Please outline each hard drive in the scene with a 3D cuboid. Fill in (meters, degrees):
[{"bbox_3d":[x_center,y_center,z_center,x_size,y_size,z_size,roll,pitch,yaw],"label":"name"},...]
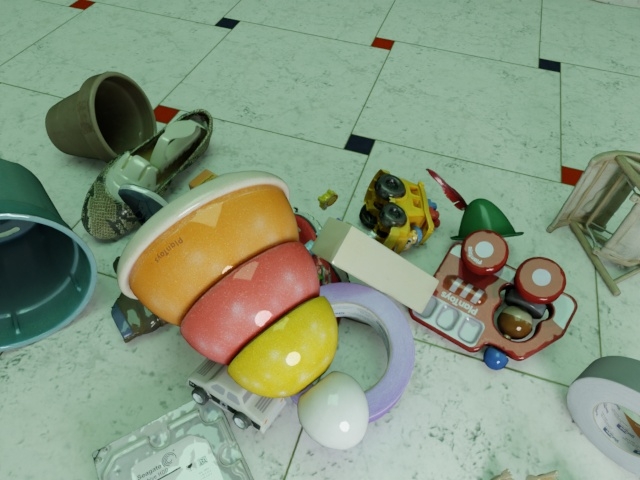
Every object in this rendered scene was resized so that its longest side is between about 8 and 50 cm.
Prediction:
[{"bbox_3d":[-0.223,0.460,0.781,0.236,0.064,0.339,-23,54,-20],"label":"hard drive"}]

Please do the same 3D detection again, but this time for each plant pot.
[{"bbox_3d":[-0.703,0.001,0.989,0.341,0.341,0.334,-26,48,-21],"label":"plant pot"},{"bbox_3d":[-0.646,-0.331,1.318,0.229,0.263,0.263,-4,49,17],"label":"plant pot"}]

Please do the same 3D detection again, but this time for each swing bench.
[{"bbox_3d":[0.742,-0.053,1.120,0.165,0.253,0.255,-19,55,-18],"label":"swing bench"}]

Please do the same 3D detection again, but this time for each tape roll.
[{"bbox_3d":[0.048,0.227,0.929,0.274,0.090,0.275,-2,62,4],"label":"tape roll"},{"bbox_3d":[0.569,0.321,0.827,0.072,0.219,0.219,-30,58,-23],"label":"tape roll"}]

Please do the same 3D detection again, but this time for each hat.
[{"bbox_3d":[0.399,-0.097,1.140,0.208,0.184,0.172,-6,2,-43],"label":"hat"}]

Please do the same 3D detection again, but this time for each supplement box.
[{"bbox_3d":[-0.240,-0.101,1.231,0.233,0.080,0.078,30,58,18],"label":"supplement box"}]

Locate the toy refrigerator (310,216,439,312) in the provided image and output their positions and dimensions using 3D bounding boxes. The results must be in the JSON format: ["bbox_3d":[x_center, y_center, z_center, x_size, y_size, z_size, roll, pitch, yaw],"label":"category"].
[{"bbox_3d":[0.121,0.052,0.981,0.094,0.269,0.102,-61,29,-1],"label":"toy refrigerator"}]

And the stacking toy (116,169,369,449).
[{"bbox_3d":[-0.092,0.153,0.803,0.350,0.351,0.480,-30,75,-24],"label":"stacking toy"}]

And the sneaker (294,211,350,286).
[{"bbox_3d":[-0.030,0.041,1.109,0.118,0.107,0.279,-23,55,-13],"label":"sneaker"}]

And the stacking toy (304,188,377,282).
[{"bbox_3d":[0.000,0.000,1.056,0.221,0.052,0.167,-38,67,-15],"label":"stacking toy"}]

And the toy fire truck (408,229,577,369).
[{"bbox_3d":[0.383,0.142,1.026,0.302,0.169,0.254,30,80,21],"label":"toy fire truck"}]

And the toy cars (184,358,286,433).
[{"bbox_3d":[-0.195,0.205,0.935,0.176,0.087,0.394,-6,40,-22],"label":"toy cars"}]

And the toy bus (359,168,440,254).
[{"bbox_3d":[0.221,-0.052,1.185,0.211,0.149,0.220,10,51,-15],"label":"toy bus"}]

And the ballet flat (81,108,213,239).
[{"bbox_3d":[-0.450,-0.213,1.235,0.164,0.182,0.483,40,53,-10],"label":"ballet flat"}]

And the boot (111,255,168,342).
[{"bbox_3d":[-0.439,0.128,1.032,0.106,0.082,0.219,-33,61,-29],"label":"boot"}]

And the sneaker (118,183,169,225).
[{"bbox_3d":[-0.412,-0.019,1.098,0.226,0.086,0.163,39,53,-21],"label":"sneaker"}]

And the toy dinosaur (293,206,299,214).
[{"bbox_3d":[-0.082,-0.050,1.222,0.090,0.047,0.082,26,72,5],"label":"toy dinosaur"}]

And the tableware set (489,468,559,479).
[{"bbox_3d":[0.365,0.477,0.782,0.141,0.020,0.169,-22,51,18],"label":"tableware set"}]
